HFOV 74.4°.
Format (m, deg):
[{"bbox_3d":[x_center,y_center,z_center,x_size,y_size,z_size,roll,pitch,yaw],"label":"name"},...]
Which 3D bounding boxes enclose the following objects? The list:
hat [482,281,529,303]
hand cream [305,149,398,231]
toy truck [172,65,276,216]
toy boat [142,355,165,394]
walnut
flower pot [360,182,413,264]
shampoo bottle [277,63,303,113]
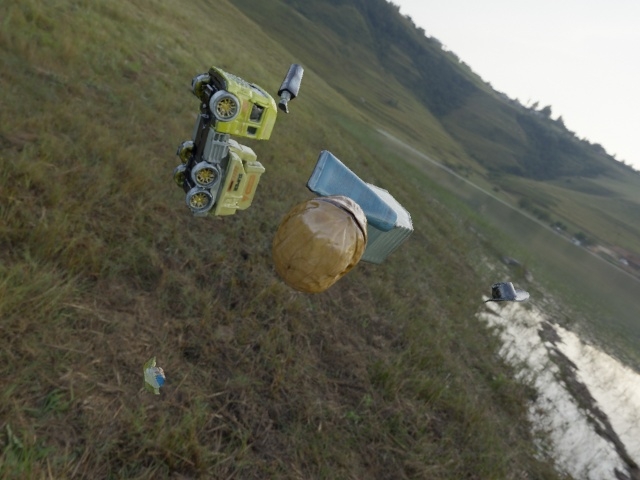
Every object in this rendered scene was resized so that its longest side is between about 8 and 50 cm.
[{"bbox_3d":[0.494,0.138,1.133,0.121,0.050,0.121,-12,0,0],"label":"hat"},{"bbox_3d":[0.070,-0.078,0.801,0.224,0.083,0.048,32,-16,-30],"label":"hand cream"},{"bbox_3d":[-0.176,-0.174,0.813,0.157,0.272,0.124,2,32,-37],"label":"toy truck"},{"bbox_3d":[-0.551,0.443,1.391,0.066,0.065,0.172,-3,20,-27],"label":"toy boat"},{"bbox_3d":[0.000,0.000,0.684,0.144,0.180,0.144,20,47,-23],"label":"walnut"},{"bbox_3d":[0.184,-0.058,1.481,0.239,0.189,0.209,49,29,10],"label":"flower pot"},{"bbox_3d":[-0.111,-0.551,1.530,0.063,0.057,0.207,36,54,-33],"label":"shampoo bottle"}]
